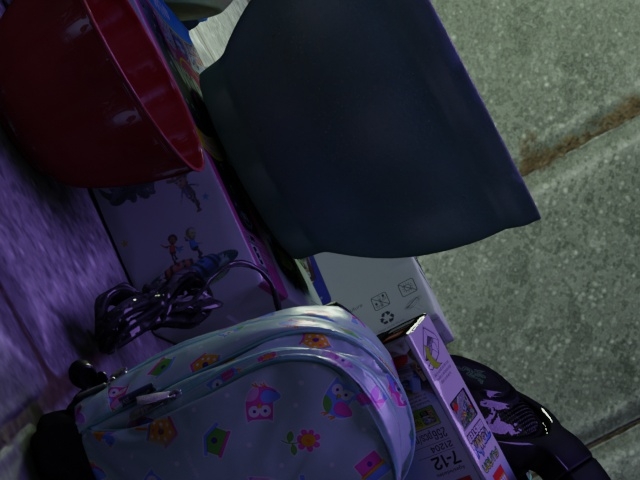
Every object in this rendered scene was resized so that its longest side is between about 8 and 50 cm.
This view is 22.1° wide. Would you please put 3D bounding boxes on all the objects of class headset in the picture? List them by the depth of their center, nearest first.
[{"bbox_3d":[0.023,0.168,1.010,0.394,0.243,0.185,49,23,16],"label":"headset"}]

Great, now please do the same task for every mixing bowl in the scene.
[{"bbox_3d":[-0.165,-0.104,1.118,0.181,0.098,0.181,60,6,-10],"label":"mixing bowl"}]

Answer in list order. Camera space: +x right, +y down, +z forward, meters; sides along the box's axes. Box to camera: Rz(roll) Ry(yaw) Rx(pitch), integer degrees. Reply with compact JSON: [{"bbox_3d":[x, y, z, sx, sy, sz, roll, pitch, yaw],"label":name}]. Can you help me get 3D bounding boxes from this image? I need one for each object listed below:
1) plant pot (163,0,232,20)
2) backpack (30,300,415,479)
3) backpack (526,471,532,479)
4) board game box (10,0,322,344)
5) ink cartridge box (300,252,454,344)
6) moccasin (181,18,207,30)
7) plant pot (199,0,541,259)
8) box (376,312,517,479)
[{"bbox_3d":[-0.153,-0.297,1.461,0.284,0.284,0.191,-3,92,-83],"label":"plant pot"},{"bbox_3d":[-0.038,0.113,0.832,0.152,0.182,0.115,61,7,-16],"label":"backpack"},{"bbox_3d":[0.129,0.273,1.532,0.144,0.166,0.188,52,9,2],"label":"backpack"},{"bbox_3d":[-0.118,-0.060,1.324,0.303,0.097,0.224,63,6,16],"label":"board game box"},{"bbox_3d":[0.000,0.000,1.674,0.065,0.165,0.332,53,12,-53],"label":"ink cartridge box"},{"bbox_3d":[-0.219,-0.348,1.679,0.138,0.117,0.342,66,-1,-70],"label":"moccasin"},{"bbox_3d":[0.025,-0.103,1.321,0.293,0.196,0.293,61,6,-11],"label":"plant pot"},{"bbox_3d":[-0.003,0.131,0.926,0.114,0.207,0.036,61,28,-5],"label":"box"}]
